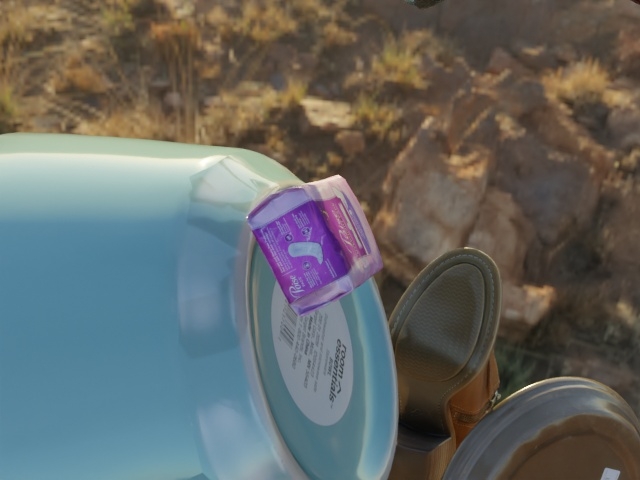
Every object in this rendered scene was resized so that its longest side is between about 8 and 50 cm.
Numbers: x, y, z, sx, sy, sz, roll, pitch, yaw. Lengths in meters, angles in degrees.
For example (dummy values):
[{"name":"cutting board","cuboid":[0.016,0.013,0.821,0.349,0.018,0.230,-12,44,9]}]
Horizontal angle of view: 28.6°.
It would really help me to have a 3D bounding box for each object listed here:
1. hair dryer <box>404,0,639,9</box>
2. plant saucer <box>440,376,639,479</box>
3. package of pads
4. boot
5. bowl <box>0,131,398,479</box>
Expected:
[{"name":"hair dryer","cuboid":[0.093,-0.185,0.651,0.293,0.223,0.080,34,83,36]},{"name":"plant saucer","cuboid":[0.232,0.273,1.261,0.277,0.278,0.041,-20,23,-24]},{"name":"package of pads","cuboid":[0.000,0.000,0.539,0.032,0.050,0.083,-28,-1,14]},{"name":"boot","cuboid":[0.151,0.122,1.313,0.109,0.284,0.220,16,18,23]},{"name":"bowl","cuboid":[-0.066,0.072,0.682,0.163,0.312,0.312,-14,37,25]}]
